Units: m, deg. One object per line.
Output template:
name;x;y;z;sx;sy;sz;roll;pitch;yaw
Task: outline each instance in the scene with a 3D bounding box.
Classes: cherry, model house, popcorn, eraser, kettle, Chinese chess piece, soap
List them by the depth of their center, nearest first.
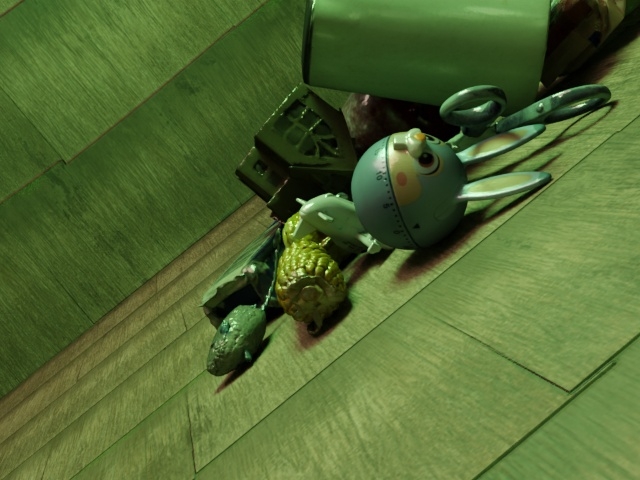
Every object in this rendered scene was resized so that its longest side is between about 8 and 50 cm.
popcorn;0.000;0.000;1.764;0.116;0.121;0.106;-40;40;35
kettle;0.168;-0.356;1.810;0.377;0.250;0.361;7;19;1
model house;0.004;-0.104;1.847;0.204;0.243;0.211;-51;-5;-8
soap;0.446;-0.422;1.858;0.218;0.098;0.273;-46;19;48
eraser;-0.077;0.038;1.903;0.155;0.101;0.332;-33;9;34
Chinese chess piece;0.542;-0.424;1.983;0.084;0.034;0.084;-37;10;8
cherry;0.141;-0.218;1.990;0.230;0.203;0.300;-46;11;-20

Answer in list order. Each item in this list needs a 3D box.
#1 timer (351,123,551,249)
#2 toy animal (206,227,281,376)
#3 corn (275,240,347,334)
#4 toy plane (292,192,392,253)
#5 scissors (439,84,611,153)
timer;0.153;-0.090;1.428;0.255;0.175;0.175;-36;9;33
toy animal;-0.101;0.105;1.657;0.253;0.070;0.079;-62;10;-32
corn;-0.015;0.057;1.589;0.106;0.106;0.293;-38;7;4
toy plane;0.036;-0.024;1.645;0.174;0.174;0.080;-91;24;-79
scissors;0.211;-0.142;1.571;0.256;0.029;0.383;-4;-14;-28
